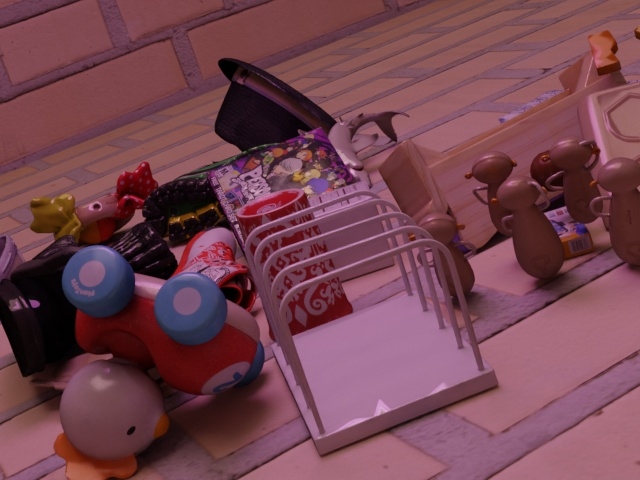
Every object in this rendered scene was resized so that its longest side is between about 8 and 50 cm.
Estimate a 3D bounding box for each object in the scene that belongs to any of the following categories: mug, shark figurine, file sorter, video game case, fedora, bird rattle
[{"bbox_3d":[-0.044,0.025,1.377,0.113,0.169,0.150,-23,18,-12],"label":"mug"},{"bbox_3d":[0.051,-0.172,2.018,0.166,0.116,0.278,21,37,9],"label":"shark figurine"},{"bbox_3d":[0.036,0.067,1.164,0.192,0.173,0.278,-20,17,-6],"label":"file sorter"},{"bbox_3d":[-0.049,-0.066,1.700,0.210,0.042,0.232,-22,46,-8],"label":"video game case"},{"bbox_3d":[-0.107,-0.233,2.200,0.153,0.334,0.334,-56,23,-2],"label":"fedora"},{"bbox_3d":[-0.430,-0.053,2.067,0.253,0.143,0.207,-32,-5,-22],"label":"bird rattle"}]

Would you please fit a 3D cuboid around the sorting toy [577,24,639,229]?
[{"bbox_3d":[0.458,-0.164,1.406,0.229,0.041,0.307,-15,56,17],"label":"sorting toy"}]

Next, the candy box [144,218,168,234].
[{"bbox_3d":[-0.234,-0.062,2.079,0.205,0.027,0.105,-24,15,-17],"label":"candy box"}]

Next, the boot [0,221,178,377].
[{"bbox_3d":[-0.320,0.072,1.509,0.260,0.131,0.348,-23,6,-14],"label":"boot"}]

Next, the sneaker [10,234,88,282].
[{"bbox_3d":[-0.425,0.034,1.878,0.227,0.087,0.130,-14,24,33],"label":"sneaker"}]

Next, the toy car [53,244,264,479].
[{"bbox_3d":[-0.194,0.163,1.171,0.210,0.219,0.238,15,72,16],"label":"toy car"}]

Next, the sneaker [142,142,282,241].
[{"bbox_3d":[-0.147,-0.106,1.932,0.343,0.134,0.146,-12,18,12],"label":"sneaker"}]

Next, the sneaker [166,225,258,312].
[{"bbox_3d":[-0.141,0.056,1.528,0.145,0.090,0.270,-6,22,26],"label":"sneaker"}]

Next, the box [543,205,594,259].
[{"bbox_3d":[0.295,-0.009,1.374,0.081,0.028,0.136,-17,19,7],"label":"box"}]

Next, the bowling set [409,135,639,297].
[{"bbox_3d":[0.247,-0.064,1.274,0.287,0.154,0.200,-13,43,17],"label":"bowling set"}]

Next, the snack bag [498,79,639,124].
[{"bbox_3d":[0.431,-0.203,1.814,0.323,0.037,0.342,2,27,47],"label":"snack bag"}]

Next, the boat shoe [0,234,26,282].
[{"bbox_3d":[-0.610,0.092,1.863,0.118,0.103,0.320,-11,19,23],"label":"boat shoe"}]

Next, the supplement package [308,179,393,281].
[{"bbox_3d":[0.000,0.000,1.517,0.179,0.105,0.105,-18,17,1],"label":"supplement package"}]

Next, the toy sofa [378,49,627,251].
[{"bbox_3d":[0.282,-0.119,1.538,0.362,0.177,0.150,-28,-4,-14],"label":"toy sofa"}]

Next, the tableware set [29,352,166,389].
[{"bbox_3d":[-0.262,0.176,1.364,0.194,0.039,0.128,-1,21,39],"label":"tableware set"}]
